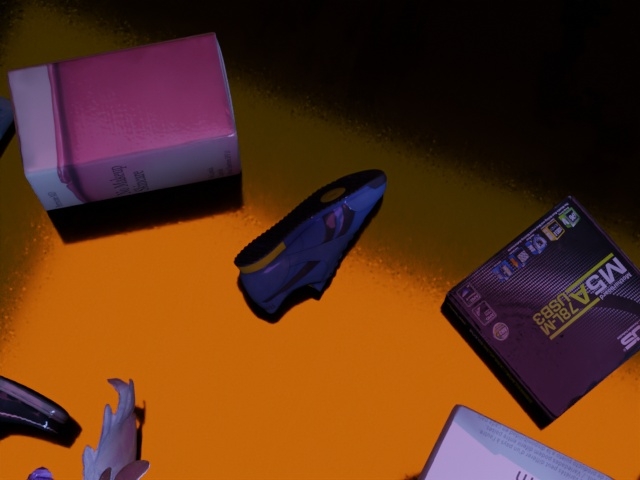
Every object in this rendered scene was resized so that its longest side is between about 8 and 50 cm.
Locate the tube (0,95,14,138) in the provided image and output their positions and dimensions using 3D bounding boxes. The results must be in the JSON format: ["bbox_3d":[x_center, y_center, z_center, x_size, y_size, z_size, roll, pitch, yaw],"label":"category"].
[{"bbox_3d":[-0.418,-0.085,1.677,0.080,0.052,0.207,25,71,0],"label":"tube"}]

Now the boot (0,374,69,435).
[{"bbox_3d":[-0.402,0.217,1.578,0.236,0.085,0.178,18,78,7],"label":"boot"}]

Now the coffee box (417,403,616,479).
[{"bbox_3d":[0.199,0.403,1.404,0.338,0.338,0.334,26,76,9],"label":"coffee box"}]

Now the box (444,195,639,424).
[{"bbox_3d":[0.267,0.076,1.651,0.191,0.045,0.184,-37,77,-10],"label":"box"}]

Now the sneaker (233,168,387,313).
[{"bbox_3d":[0.000,0.000,1.662,0.209,0.069,0.082,-38,112,-19],"label":"sneaker"}]

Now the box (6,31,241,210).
[{"bbox_3d":[-0.213,-0.129,1.640,0.232,0.148,0.126,-12,76,-4],"label":"box"}]

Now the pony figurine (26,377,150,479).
[{"bbox_3d":[-0.275,0.341,1.477,0.364,0.303,0.351,1,107,-5],"label":"pony figurine"}]
